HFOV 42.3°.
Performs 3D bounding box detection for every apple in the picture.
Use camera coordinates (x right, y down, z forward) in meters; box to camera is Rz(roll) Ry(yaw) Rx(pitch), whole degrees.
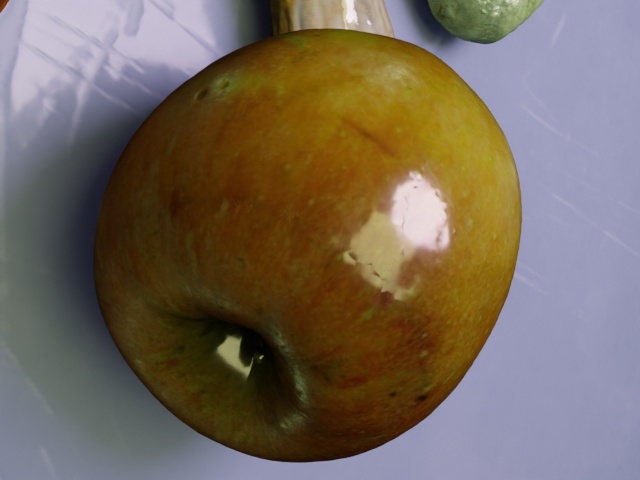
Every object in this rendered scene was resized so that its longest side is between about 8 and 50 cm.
[{"bbox_3d":[0.000,0.000,0.456,0.237,0.237,0.207,62,37,-25],"label":"apple"}]

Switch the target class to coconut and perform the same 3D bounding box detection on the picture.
[{"bbox_3d":[0.125,-0.195,0.616,0.096,0.088,0.088,-48,121,-17],"label":"coconut"}]

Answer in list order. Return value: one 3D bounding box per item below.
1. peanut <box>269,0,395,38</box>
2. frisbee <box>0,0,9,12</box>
[{"bbox_3d":[0.003,-0.169,0.522,0.087,0.087,0.207,-19,105,-35],"label":"peanut"},{"bbox_3d":[-0.157,-0.118,0.346,0.035,0.192,0.192,38,71,-5],"label":"frisbee"}]
